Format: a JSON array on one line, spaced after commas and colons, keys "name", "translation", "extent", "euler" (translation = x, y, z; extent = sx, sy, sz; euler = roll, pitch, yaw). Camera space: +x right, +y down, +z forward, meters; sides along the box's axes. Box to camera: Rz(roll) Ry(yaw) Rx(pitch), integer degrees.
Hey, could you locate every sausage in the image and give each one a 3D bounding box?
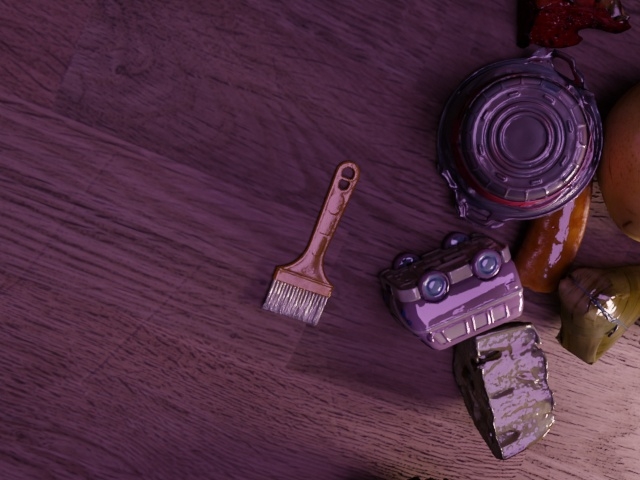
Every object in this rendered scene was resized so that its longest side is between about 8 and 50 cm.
[{"name": "sausage", "translation": [0.389, -0.046, 1.642], "extent": [0.109, 0.109, 0.270], "euler": [6, 103, -18]}]

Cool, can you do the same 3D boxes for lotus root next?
[{"name": "lotus root", "translation": [0.308, 0.240, 1.681], "extent": [0.119, 0.138, 0.235], "euler": [-18, 109, -16]}]

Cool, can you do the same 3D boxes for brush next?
[{"name": "brush", "translation": [0.000, 0.000, 1.589], "extent": [0.103, 0.013, 0.272], "euler": [19, 98, -20]}]

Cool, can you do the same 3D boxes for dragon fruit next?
[{"name": "dragon fruit", "translation": [0.408, -0.350, 1.568], "extent": [0.192, 0.092, 0.122], "euler": [7, 103, -18]}]

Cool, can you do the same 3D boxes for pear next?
[{"name": "pear", "translation": [0.589, -0.121, 1.577], "extent": [0.309, 0.309, 0.309], "euler": [-4, 106, -15]}]

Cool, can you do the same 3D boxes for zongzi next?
[{"name": "zongzi", "translation": [0.508, 0.072, 1.671], "extent": [0.256, 0.115, 0.228], "euler": [-38, 149, -8]}]

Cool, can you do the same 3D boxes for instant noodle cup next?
[{"name": "instant noodle cup", "translation": [0.304, -0.152, 1.497], "extent": [0.258, 0.181, 0.302], "euler": [17, 97, 6]}]

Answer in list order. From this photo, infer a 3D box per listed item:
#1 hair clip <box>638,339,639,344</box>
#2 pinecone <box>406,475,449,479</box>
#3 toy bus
[{"name": "hair clip", "translation": [0.713, 0.129, 1.788], "extent": [0.282, 0.113, 0.172], "euler": [14, 101, -5]}, {"name": "pinecone", "translation": [0.166, 0.517, 1.674], "extent": [0.257, 0.243, 0.243], "euler": [8, 104, 13]}, {"name": "toy bus", "translation": [0.211, 0.083, 1.605], "extent": [0.202, 0.142, 0.142], "euler": [-22, 109, -10]}]
